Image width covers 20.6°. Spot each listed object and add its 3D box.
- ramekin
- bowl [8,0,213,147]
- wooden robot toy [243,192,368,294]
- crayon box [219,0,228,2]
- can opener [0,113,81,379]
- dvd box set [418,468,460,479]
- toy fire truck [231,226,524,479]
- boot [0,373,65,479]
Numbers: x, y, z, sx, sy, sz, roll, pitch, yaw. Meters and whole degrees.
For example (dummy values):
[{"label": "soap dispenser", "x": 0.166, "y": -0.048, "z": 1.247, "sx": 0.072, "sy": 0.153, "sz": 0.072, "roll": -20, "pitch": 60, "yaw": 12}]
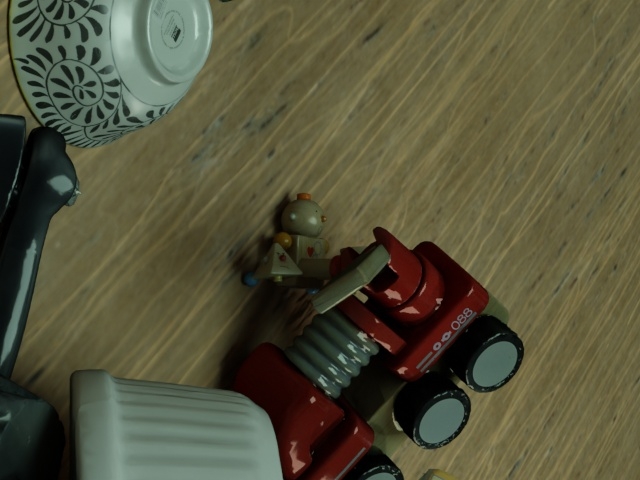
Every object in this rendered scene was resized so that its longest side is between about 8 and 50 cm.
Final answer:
[{"label": "ramekin", "x": -0.093, "y": 0.216, "z": 1.126, "sx": 0.273, "sy": 0.127, "sz": 0.273, "roll": 179, "pitch": -90, "yaw": -81}, {"label": "bowl", "x": -0.126, "y": -0.146, "z": 1.201, "sx": 0.170, "sy": 0.080, "sz": 0.170, "roll": -12, "pitch": 105, "yaw": -57}, {"label": "wooden robot toy", "x": 0.000, "y": 0.000, "z": 1.434, "sx": 0.173, "sy": 0.076, "sz": 0.079, "roll": 9, "pitch": 76, "yaw": -58}, {"label": "crayon box", "x": -0.092, "y": -0.342, "z": 1.183, "sx": 0.323, "sy": 0.083, "sz": 0.203, "roll": 51, "pitch": 39, "yaw": -47}, {"label": "can opener", "x": -0.200, "y": 0.013, "z": 1.145, "sx": 0.059, "sy": 0.073, "sz": 0.186, "roll": -176, "pitch": -85, "yaw": -84}, {"label": "dvd box set", "x": -0.026, "y": 0.379, "z": 1.151, "sx": 0.420, "sy": 0.062, "sz": 0.307, "roll": -62, "pitch": -178, "yaw": -29}, {"label": "toy fire truck", "x": 0.020, "y": 0.084, "z": 1.342, "sx": 0.217, "sy": 0.158, "sz": 0.246, "roll": -47, "pitch": 133, "yaw": 1}, {"label": "boot", "x": -0.218, "y": 0.312, "z": 1.018, "sx": 0.367, "sy": 0.146, "sz": 0.445, "roll": 66, "pitch": 19, "yaw": -55}]
